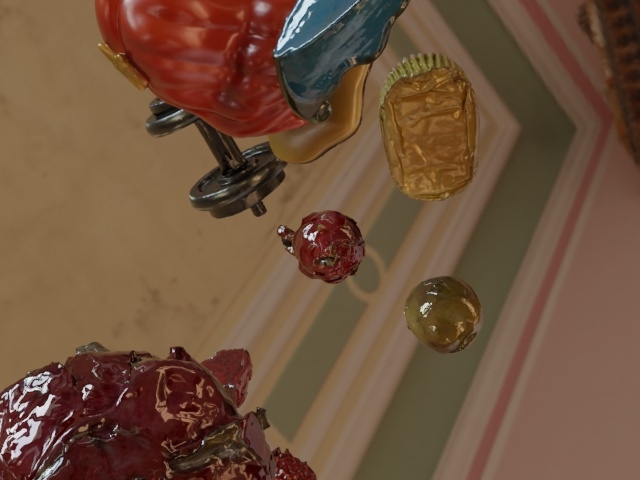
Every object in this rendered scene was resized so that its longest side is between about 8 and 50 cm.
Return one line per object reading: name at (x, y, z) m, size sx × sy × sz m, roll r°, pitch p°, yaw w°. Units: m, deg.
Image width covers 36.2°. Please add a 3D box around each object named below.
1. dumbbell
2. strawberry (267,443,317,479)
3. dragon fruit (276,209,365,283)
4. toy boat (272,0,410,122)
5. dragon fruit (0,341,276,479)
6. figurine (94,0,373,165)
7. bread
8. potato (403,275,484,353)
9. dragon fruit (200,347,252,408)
dumbbell at (-0.163, -0.166, 1.583) m, size 0.192 × 0.192 × 0.290 m, roll -48°, pitch -64°, yaw -45°
strawberry at (-0.032, 0.466, 1.727) m, size 0.208 × 0.087 × 0.167 m, roll -119°, pitch 6°, yaw -48°
dragon fruit at (0.000, 0.000, 1.262) m, size 0.094 × 0.190 × 0.094 m, roll -4°, pitch -78°, yaw -19°
toy boat at (0.034, -0.171, 0.737) m, size 0.077 × 0.185 × 0.075 m, roll 33°, pitch -169°, yaw -45°
dragon fruit at (-0.189, 0.262, 0.954) m, size 0.329 × 0.329 × 0.329 m, roll 21°, pitch -121°, yaw -38°
figurine at (-0.063, -0.176, 0.909) m, size 0.257 × 0.181 × 0.208 m, roll 10°, pitch -136°, yaw -57°
bread at (0.195, -0.203, 1.736) m, size 0.133 × 0.178 × 0.250 m, roll -92°, pitch -12°, yaw -68°
potato at (0.220, 0.130, 1.753) m, size 0.137 × 0.176 × 0.137 m, roll -2°, pitch -79°, yaw -12°
dragon fruit at (-0.161, 0.247, 1.724) m, size 0.083 × 0.162 × 0.106 m, roll 56°, pitch -132°, yaw -21°
